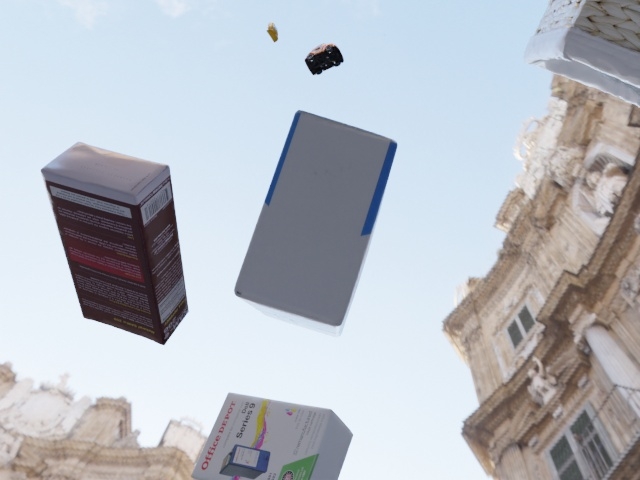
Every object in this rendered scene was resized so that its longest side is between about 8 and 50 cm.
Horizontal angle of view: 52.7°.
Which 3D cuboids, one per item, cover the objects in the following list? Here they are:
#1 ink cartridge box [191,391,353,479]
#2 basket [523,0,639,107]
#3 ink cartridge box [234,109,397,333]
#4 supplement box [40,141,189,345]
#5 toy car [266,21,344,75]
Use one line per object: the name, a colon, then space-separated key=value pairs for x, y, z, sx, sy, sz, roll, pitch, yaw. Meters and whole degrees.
ink cartridge box: x=-0.078 y=0.342 z=1.034 sx=0.212 sy=0.154 sz=0.093 roll=0 pitch=-39 yaw=34
basket: x=0.504 y=-0.323 z=0.909 sx=0.328 sy=0.331 sz=0.267 roll=22 pitch=-75 yaw=3
ink cartridge box: x=0.000 y=0.000 z=0.561 sx=0.085 sy=0.203 sz=0.148 roll=17 pitch=-99 yaw=5
supplement box: x=-0.244 y=0.009 z=0.797 sx=0.130 sy=0.073 sz=0.240 roll=16 pitch=-49 yaw=15
toy car: x=-0.021 y=-0.302 z=0.973 sx=0.060 sy=0.041 sz=0.122 roll=-34 pitch=-50 yaw=29
